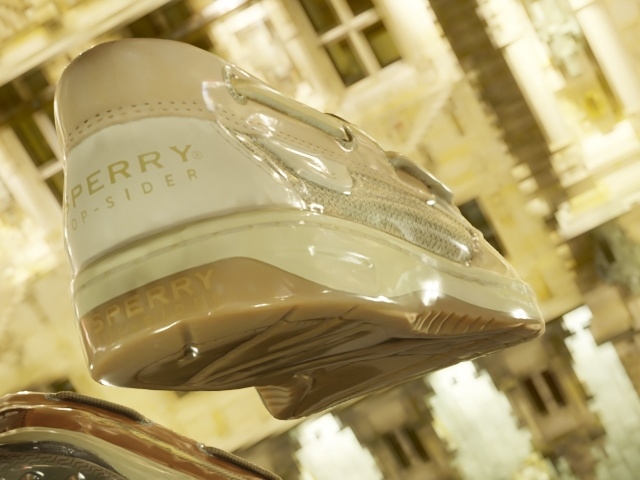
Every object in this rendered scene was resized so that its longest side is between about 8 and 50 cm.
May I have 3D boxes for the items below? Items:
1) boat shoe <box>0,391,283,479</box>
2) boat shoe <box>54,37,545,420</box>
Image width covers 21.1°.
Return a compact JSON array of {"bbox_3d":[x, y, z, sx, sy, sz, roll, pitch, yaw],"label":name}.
[{"bbox_3d":[-0.057,0.172,0.986,0.122,0.324,0.120,-52,-158,17],"label":"boat shoe"},{"bbox_3d":[0.000,0.000,0.597,0.109,0.098,0.302,-22,166,18],"label":"boat shoe"}]
